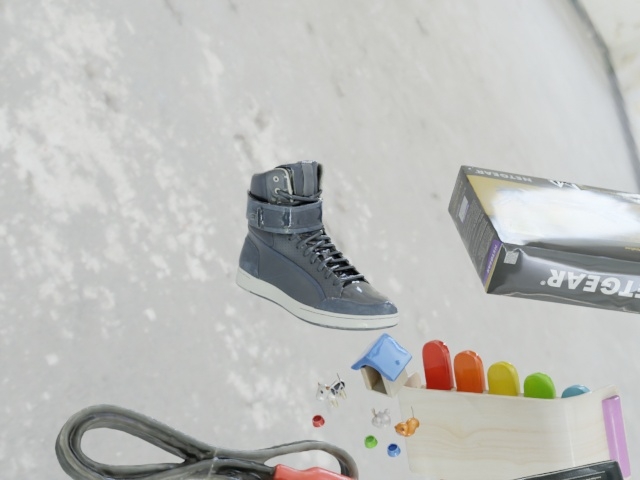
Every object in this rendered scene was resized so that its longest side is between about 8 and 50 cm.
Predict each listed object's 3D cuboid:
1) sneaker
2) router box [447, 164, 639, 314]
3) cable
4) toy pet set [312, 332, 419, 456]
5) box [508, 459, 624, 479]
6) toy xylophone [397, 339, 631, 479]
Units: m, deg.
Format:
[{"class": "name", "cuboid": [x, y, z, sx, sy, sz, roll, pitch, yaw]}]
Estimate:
[{"class": "sneaker", "cuboid": [-0.002, 0.000, 1.098, 0.086, 0.226, 0.163, -9, 113, -50]}, {"class": "router box", "cuboid": [0.354, 0.000, 1.392, 0.309, 0.081, 0.243, 8, 27, -11]}, {"class": "cable", "cuboid": [-0.064, 0.189, 0.812, 0.287, 0.072, 0.139, 34, 58, -16]}, {"class": "toy pet set", "cuboid": [0.058, 0.165, 1.120, 0.114, 0.122, 0.065, -46, 133, -35]}, {"class": "box", "cuboid": [0.176, 0.301, 0.880, 0.051, 0.220, 0.175, 51, 26, -74]}, {"class": "toy xylophone", "cuboid": [0.214, 0.257, 1.212, 0.081, 0.323, 0.236, -15, 107, -44]}]
